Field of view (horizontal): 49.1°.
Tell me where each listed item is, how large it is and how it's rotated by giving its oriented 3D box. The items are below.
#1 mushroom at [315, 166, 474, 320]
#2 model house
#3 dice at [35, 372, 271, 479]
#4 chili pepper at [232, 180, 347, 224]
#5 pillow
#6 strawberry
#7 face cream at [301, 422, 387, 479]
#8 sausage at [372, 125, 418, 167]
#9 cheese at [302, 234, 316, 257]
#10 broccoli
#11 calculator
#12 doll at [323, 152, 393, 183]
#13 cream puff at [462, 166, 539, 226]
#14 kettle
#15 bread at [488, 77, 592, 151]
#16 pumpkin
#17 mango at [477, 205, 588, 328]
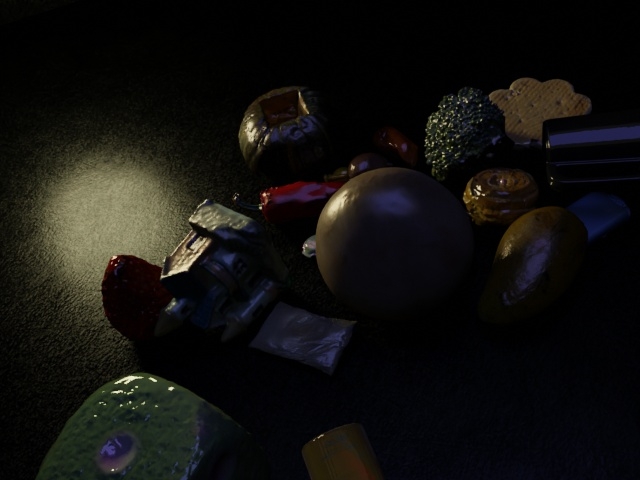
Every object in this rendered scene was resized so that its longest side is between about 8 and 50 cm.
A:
[{"bbox_3d":[0.171,0.002,1.615,0.362,0.362,0.294,0,19,14],"label":"mushroom"},{"bbox_3d":[-0.257,0.121,1.660,0.194,0.267,0.325,25,65,38],"label":"model house"},{"bbox_3d":[-0.304,0.468,1.317,0.318,0.330,0.322,15,55,31],"label":"dice"},{"bbox_3d":[-0.046,-0.107,1.911,0.387,0.110,0.110,-8,48,3],"label":"chili pepper"},{"bbox_3d":[-0.039,0.225,1.651,0.229,0.050,0.148,12,49,27],"label":"pillow"},{"bbox_3d":[-0.445,0.128,1.706,0.205,0.244,0.205,-7,51,9],"label":"strawberry"},{"bbox_3d":[0.069,0.503,1.363,0.139,0.067,0.285,-23,48,-4],"label":"face cream"},{"bbox_3d":[0.218,-0.270,1.999,0.089,0.089,0.179,-33,47,-16],"label":"sausage"},{"bbox_3d":[0.000,0.000,1.854,0.067,0.026,0.120,30,61,33],"label":"cheese"},{"bbox_3d":[0.409,-0.265,1.870,0.247,0.263,0.243,27,17,31],"label":"broccoli"},{"bbox_3d":[0.659,-0.052,1.725,0.210,0.039,0.121,-31,47,-13],"label":"calculator"},{"bbox_3d":[0.111,-0.187,1.949,0.145,0.096,0.188,-10,-5,-45],"label":"doll"},{"bbox_3d":[0.450,-0.100,1.759,0.189,0.129,0.189,-6,31,3],"label":"cream puff"},{"bbox_3d":[0.718,-0.199,1.745,0.308,0.203,0.262,-3,63,14],"label":"kettle"},{"bbox_3d":[0.617,-0.356,1.996,0.316,0.054,0.316,-7,49,8],"label":"bread"},{"bbox_3d":[-0.087,-0.319,2.046,0.320,0.192,0.320,-8,46,8],"label":"pumpkin"},{"bbox_3d":[0.483,0.060,1.593,0.329,0.175,0.176,-51,12,-28],"label":"mango"}]
